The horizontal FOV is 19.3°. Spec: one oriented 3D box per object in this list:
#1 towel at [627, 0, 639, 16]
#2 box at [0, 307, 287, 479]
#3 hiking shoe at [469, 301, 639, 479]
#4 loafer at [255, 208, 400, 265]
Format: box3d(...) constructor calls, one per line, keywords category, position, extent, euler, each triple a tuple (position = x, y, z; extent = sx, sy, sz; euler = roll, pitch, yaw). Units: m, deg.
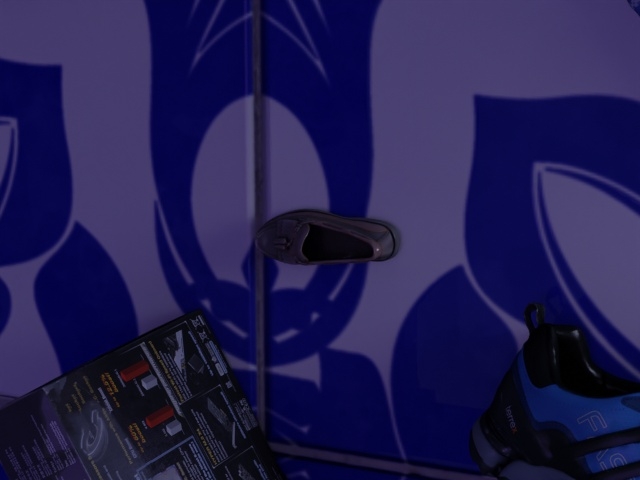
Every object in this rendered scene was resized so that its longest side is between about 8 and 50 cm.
box3d(category="towel", position=(0.371, -0.147, 1.277), extent=(0.243, 0.040, 0.336), euler=(-43, 79, 29))
box3d(category="box", position=(-0.110, 0.230, 1.502), extent=(0.076, 0.242, 0.307), euler=(-28, 90, 29))
box3d(category="hiking shoe", position=(0.249, 0.170, 1.370), extent=(0.304, 0.113, 0.132), euler=(28, 111, 24))
box3d(category="loafer", position=(0.000, 0.000, 1.505), extent=(0.125, 0.039, 0.045), euler=(1, 104, 26))
